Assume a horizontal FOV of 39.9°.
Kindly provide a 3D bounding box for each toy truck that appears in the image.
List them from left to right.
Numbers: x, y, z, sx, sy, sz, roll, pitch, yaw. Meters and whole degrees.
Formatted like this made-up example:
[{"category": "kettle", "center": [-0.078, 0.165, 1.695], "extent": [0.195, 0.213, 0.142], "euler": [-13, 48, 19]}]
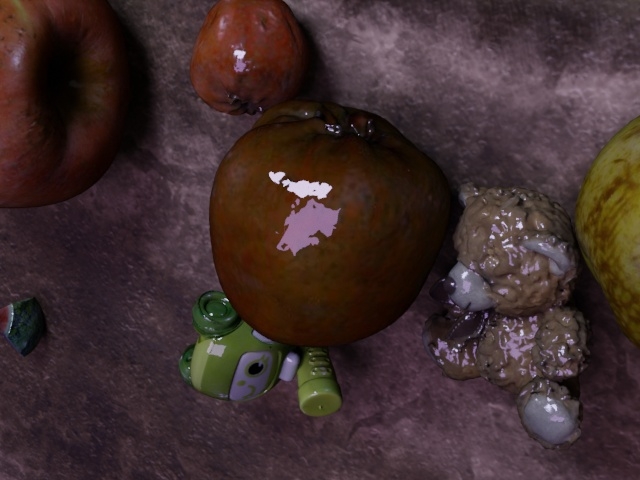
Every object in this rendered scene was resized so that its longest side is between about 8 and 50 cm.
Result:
[{"category": "toy truck", "center": [-0.066, 0.124, 1.138], "extent": [0.211, 0.187, 0.148], "euler": [14, 129, -4]}]

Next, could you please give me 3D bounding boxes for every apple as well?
[{"category": "apple", "center": [-0.419, -0.206, 1.112], "extent": [0.305, 0.338, 0.338], "euler": [8, 110, 24]}]

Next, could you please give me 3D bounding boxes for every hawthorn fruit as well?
[{"category": "hawthorn fruit", "center": [-0.073, -0.234, 1.053], "extent": [0.149, 0.149, 0.189], "euler": [23, 85, 19]}, {"category": "hawthorn fruit", "center": [0.000, 0.000, 1.002], "extent": [0.268, 0.268, 0.300], "euler": [17, 115, 21]}]

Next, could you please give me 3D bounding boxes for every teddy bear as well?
[{"category": "teddy bear", "center": [0.214, 0.062, 0.965], "extent": [0.267, 0.156, 0.256], "euler": [36, 149, 55]}]

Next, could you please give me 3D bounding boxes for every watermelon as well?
[{"category": "watermelon", "center": [-0.479, 0.138, 1.401], "extent": [0.072, 0.084, 0.092], "euler": [-3, 92, 38]}]

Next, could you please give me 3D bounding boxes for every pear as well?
[{"category": "pear", "center": [0.377, -0.013, 0.809], "extent": [0.284, 0.283, 0.283], "euler": [8, 110, 24]}]
